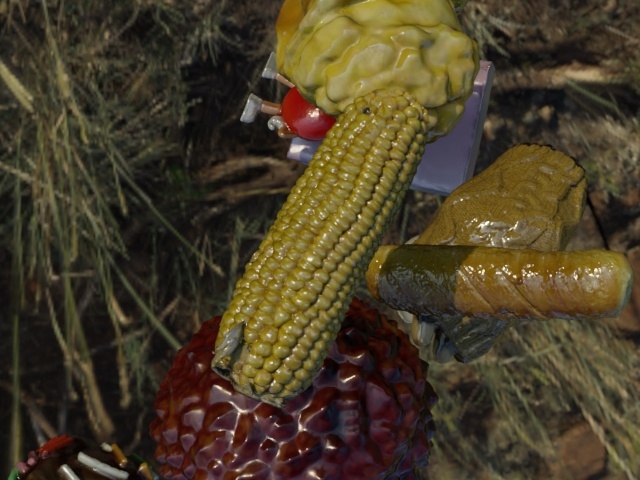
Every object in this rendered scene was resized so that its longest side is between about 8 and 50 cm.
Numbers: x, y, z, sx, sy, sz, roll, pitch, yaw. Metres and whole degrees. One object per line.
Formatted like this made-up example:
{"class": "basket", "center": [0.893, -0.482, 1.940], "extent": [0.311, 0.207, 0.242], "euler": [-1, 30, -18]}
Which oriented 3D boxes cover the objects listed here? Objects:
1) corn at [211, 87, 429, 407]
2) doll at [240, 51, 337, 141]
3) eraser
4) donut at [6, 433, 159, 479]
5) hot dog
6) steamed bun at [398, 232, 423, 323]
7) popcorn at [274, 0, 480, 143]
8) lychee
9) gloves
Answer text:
{"class": "corn", "center": [0.000, 0.000, 0.819], "extent": [0.106, 0.106, 0.293], "euler": [33, 80, -38]}
{"class": "doll", "center": [-0.022, -0.256, 1.777], "extent": [0.217, 0.183, 0.085], "euler": [19, 158, 16]}
{"class": "eraser", "center": [0.140, -0.247, 1.899], "extent": [0.359, 0.272, 0.122], "euler": [12, -178, 15]}
{"class": "donut", "center": [-0.187, 0.275, 0.703], "extent": [0.103, 0.269, 0.269], "euler": [9, 136, 3]}
{"class": "hot dog", "center": [0.172, 0.041, 0.975], "extent": [0.286, 0.061, 0.087], "euler": [-5, 109, 33]}
{"class": "steamed bun", "center": [0.308, 0.070, 2.025], "extent": [0.325, 0.206, 0.324], "euler": [-3, 177, 0]}
{"class": "popcorn", "center": [0.109, -0.311, 1.451], "extent": [0.349, 0.349, 0.381], "euler": [26, 102, -34]}
{"class": "lychee", "center": [-0.065, 0.291, 1.450], "extent": [0.500, 0.424, 0.424], "euler": [-32, 135, 6]}
{"class": "gloves", "center": [0.223, 0.005, 1.280], "extent": [0.356, 0.203, 0.155], "euler": [-53, 154, -22]}
